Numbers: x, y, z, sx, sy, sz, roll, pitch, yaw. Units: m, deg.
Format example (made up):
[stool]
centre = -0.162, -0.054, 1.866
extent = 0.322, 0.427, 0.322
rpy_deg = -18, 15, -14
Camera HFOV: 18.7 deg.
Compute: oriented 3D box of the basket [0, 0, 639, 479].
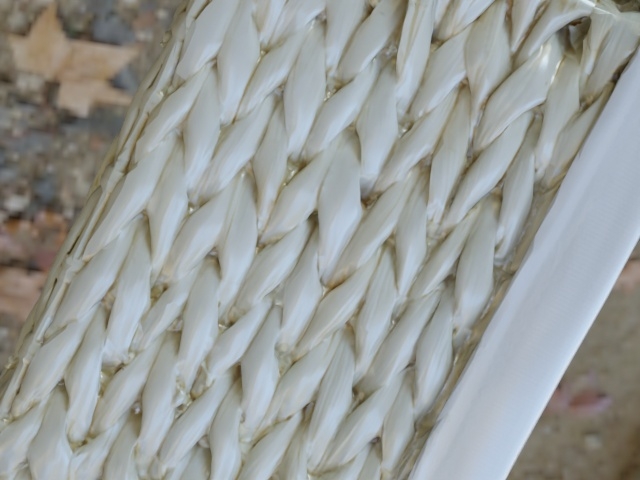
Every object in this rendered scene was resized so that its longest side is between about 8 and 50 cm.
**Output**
[basket]
centre = 0.000, 0.000, 0.434
extent = 0.103, 0.113, 0.167
rpy_deg = 27, 102, -6
